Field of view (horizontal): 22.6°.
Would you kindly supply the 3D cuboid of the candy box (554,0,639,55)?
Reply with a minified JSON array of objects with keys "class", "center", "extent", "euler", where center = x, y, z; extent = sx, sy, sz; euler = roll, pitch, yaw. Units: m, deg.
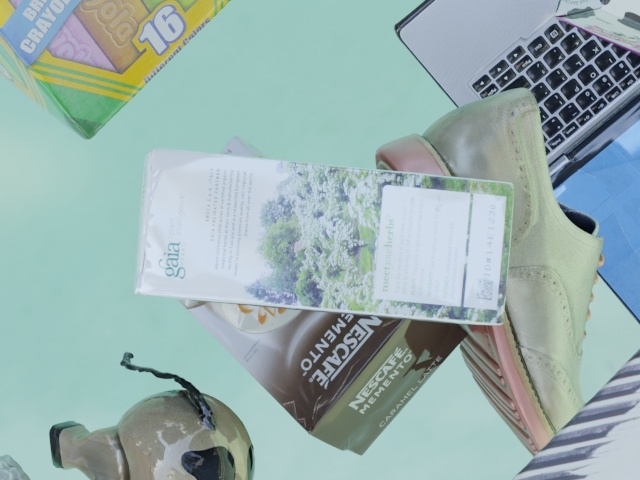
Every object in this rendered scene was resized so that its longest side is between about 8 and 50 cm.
[{"class":"candy box","center":[0.298,-0.263,1.298],"extent":[0.071,0.159,0.233],"euler":[1,73,65]}]

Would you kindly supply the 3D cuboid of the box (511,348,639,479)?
[{"class":"box","center":[0.148,0.152,0.819],"extent":[0.275,0.113,0.094],"euler":[-48,64,8]}]

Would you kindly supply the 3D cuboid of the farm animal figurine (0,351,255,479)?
[{"class":"farm animal figurine","center":[-0.064,0.232,1.045],"extent":[0.172,0.330,0.327],"euler":[4,117,50]}]

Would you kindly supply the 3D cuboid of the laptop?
[{"class":"laptop","center":[0.366,-0.166,1.653],"extent":[0.382,0.236,0.408],"euler":[-40,121,7]}]

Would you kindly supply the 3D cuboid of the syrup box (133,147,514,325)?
[{"class":"syrup box","center":[0.000,0.000,1.045],"extent":[0.237,0.096,0.093],"euler":[5,87,-4]}]

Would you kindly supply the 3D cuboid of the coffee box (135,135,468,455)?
[{"class":"coffee box","center":[-0.019,0.043,1.335],"extent":[0.141,0.098,0.246],"euler":[-51,57,3]}]

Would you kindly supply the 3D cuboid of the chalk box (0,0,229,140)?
[{"class":"chalk box","center":[-0.144,-0.173,0.733],"extent":[0.132,0.213,0.132],"euler":[-46,55,-8]}]

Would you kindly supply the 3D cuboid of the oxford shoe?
[{"class":"oxford shoe","center":[0.185,0.057,1.319],"extent":[0.146,0.397,0.140],"euler":[-31,35,-6]}]
